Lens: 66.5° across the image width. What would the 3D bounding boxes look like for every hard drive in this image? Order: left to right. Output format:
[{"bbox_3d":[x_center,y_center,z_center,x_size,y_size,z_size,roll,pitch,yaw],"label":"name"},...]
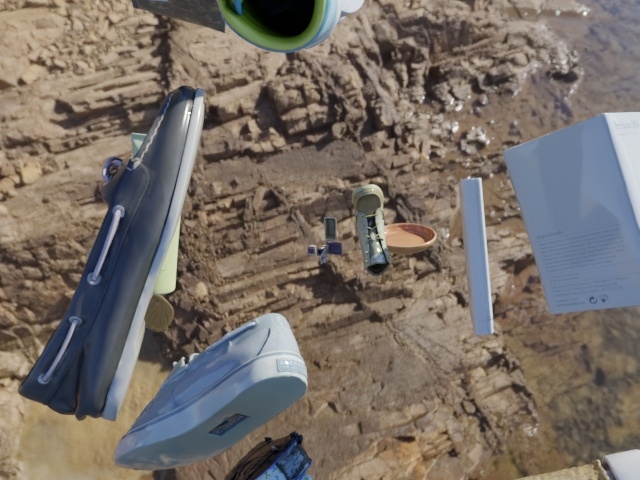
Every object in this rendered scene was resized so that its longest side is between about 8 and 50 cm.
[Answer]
[{"bbox_3d":[0.379,0.028,1.199,0.047,0.233,0.352,-5,93,14],"label":"hard drive"}]

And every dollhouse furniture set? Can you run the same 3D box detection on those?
[{"bbox_3d":[0.000,0.000,1.241,0.091,0.114,0.081,6,27,17],"label":"dollhouse furniture set"}]

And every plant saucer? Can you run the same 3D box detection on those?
[{"bbox_3d":[0.263,-0.004,1.540,0.200,0.037,0.200,-4,23,2],"label":"plant saucer"}]

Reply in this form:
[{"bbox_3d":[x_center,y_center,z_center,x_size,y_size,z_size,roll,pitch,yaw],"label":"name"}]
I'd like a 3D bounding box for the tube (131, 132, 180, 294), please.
[{"bbox_3d":[-0.250,-0.039,0.744,0.070,0.240,0.062,-1,14,-33],"label":"tube"}]

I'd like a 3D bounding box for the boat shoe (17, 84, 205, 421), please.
[{"bbox_3d":[-0.192,0.007,0.455,0.096,0.112,0.334,16,93,-17],"label":"boat shoe"}]

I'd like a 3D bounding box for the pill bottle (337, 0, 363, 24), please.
[{"bbox_3d":[-0.017,-0.468,0.951,0.119,0.119,0.209,-40,29,-27],"label":"pill bottle"}]

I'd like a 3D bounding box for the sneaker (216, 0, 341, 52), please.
[{"bbox_3d":[-0.082,-0.318,0.449,0.127,0.319,0.208,-32,24,18],"label":"sneaker"}]

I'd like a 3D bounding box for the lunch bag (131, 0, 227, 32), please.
[{"bbox_3d":[-0.304,-0.675,1.144,0.236,0.169,0.286,13,79,-5],"label":"lunch bag"}]

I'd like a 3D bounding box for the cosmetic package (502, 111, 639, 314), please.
[{"bbox_3d":[0.387,-0.044,0.651,0.224,0.138,0.224,-14,85,-39],"label":"cosmetic package"}]

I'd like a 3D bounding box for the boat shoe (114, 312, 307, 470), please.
[{"bbox_3d":[-0.105,0.143,0.452,0.228,0.079,0.081,-36,44,23],"label":"boat shoe"}]

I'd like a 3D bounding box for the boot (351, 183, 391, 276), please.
[{"bbox_3d":[0.125,-0.021,1.173,0.077,0.213,0.165,-8,61,3],"label":"boot"}]

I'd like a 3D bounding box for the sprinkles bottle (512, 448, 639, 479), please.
[{"bbox_3d":[0.259,0.375,0.632,0.356,0.121,0.121,-22,54,14],"label":"sprinkles bottle"}]

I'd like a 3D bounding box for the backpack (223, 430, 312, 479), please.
[{"bbox_3d":[-0.074,0.340,0.687,0.114,0.105,0.084,-27,85,-46],"label":"backpack"}]

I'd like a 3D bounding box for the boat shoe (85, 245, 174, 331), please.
[{"bbox_3d":[-0.479,0.115,1.199,0.098,0.302,0.109,13,56,35],"label":"boat shoe"}]
